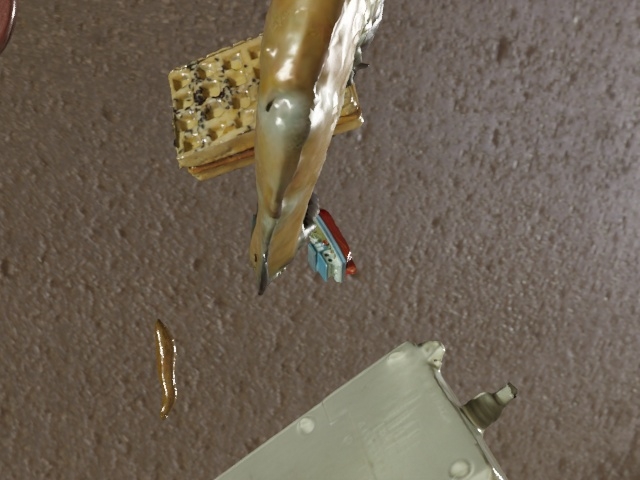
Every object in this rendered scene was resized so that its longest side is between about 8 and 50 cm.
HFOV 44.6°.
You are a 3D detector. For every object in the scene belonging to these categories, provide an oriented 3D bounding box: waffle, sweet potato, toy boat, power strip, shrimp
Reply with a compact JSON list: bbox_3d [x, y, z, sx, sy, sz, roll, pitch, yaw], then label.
[{"bbox_3d":[-0.120,-0.295,1.578,0.376,0.261,0.114,-18,151,12],"label":"waffle"},{"bbox_3d":[-0.175,0.147,0.893,0.026,0.026,0.115,-1,79,-36],"label":"sweet potato"},{"bbox_3d":[0.000,0.000,1.283,0.058,0.173,0.069,-17,141,-15],"label":"toy boat"},{"bbox_3d":[-0.063,0.173,0.349,0.367,0.106,0.043,-37,117,5],"label":"power strip"},{"bbox_3d":[-0.006,-0.106,0.588,0.085,0.445,0.272,11,96,-2],"label":"shrimp"}]

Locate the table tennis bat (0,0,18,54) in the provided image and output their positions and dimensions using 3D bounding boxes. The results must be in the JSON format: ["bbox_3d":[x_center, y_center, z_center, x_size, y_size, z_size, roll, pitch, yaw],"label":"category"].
[{"bbox_3d":[-0.622,-0.394,1.102,0.414,0.051,0.268,34,96,-3],"label":"table tennis bat"}]
